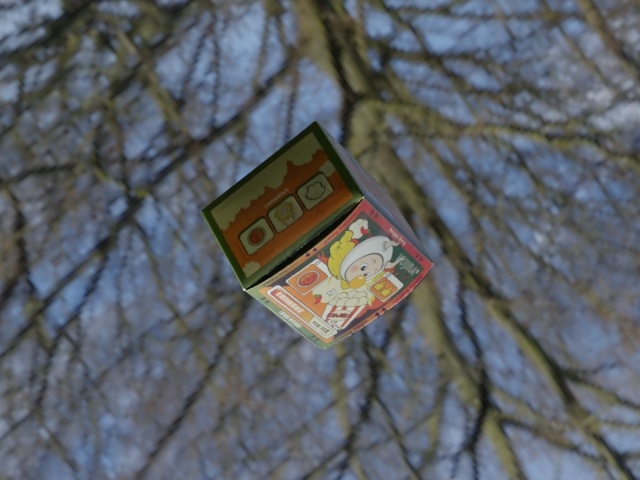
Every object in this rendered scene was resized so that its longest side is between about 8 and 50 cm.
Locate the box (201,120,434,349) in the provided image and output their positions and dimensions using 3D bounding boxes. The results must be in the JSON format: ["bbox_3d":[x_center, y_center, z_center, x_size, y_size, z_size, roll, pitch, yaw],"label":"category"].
[{"bbox_3d":[0.000,0.000,1.967,0.177,0.195,0.148,-38,-127,8],"label":"box"}]
